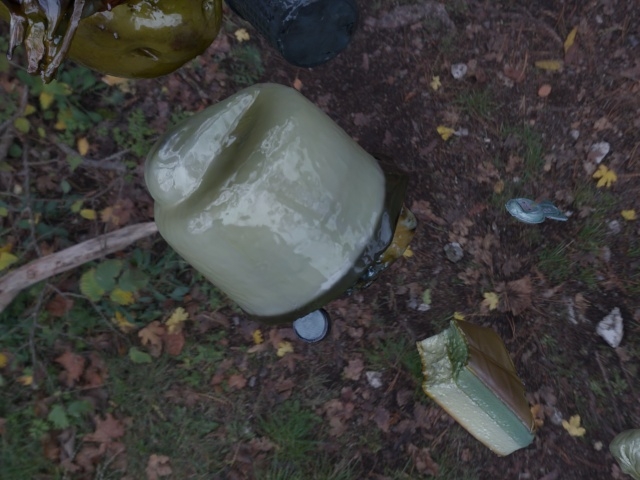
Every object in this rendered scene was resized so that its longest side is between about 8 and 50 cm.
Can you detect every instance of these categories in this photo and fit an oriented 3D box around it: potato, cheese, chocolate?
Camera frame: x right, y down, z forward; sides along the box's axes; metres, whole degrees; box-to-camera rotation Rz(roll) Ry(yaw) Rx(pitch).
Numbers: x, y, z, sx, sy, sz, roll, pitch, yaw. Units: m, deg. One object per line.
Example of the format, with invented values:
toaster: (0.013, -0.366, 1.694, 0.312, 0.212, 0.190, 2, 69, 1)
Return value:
potato: (-0.261, -0.265, 0.577, 0.369, 0.195, 0.177, 25, 137, 24)
cheese: (0.378, -0.053, 1.031, 0.067, 0.120, 0.026, -116, 34, -42)
chocolate: (-0.078, -0.084, 0.847, 0.314, 0.297, 0.326, -12, 38, 38)

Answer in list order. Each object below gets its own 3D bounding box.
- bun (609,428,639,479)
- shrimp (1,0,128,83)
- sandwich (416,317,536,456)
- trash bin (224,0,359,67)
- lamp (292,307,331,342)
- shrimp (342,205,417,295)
bun: (0.717, 0.479, 1.261, 0.164, 0.188, 0.111, 18, 69, 25)
shrimp: (-0.108, -0.206, 0.331, 0.061, 0.145, 0.267, 6, 73, 26)
sandwich: (0.274, 0.263, 1.032, 0.108, 0.186, 0.220, -39, 52, 31)
trash bin: (-0.031, -0.331, 0.784, 0.175, 0.175, 0.161, -37, 60, 11)
lamp: (0.011, 0.004, 1.103, 0.130, 0.108, 0.371, -9, 78, 15)
shrimp: (0.057, 0.031, 1.230, 0.365, 0.233, 0.071, -54, 41, 48)
